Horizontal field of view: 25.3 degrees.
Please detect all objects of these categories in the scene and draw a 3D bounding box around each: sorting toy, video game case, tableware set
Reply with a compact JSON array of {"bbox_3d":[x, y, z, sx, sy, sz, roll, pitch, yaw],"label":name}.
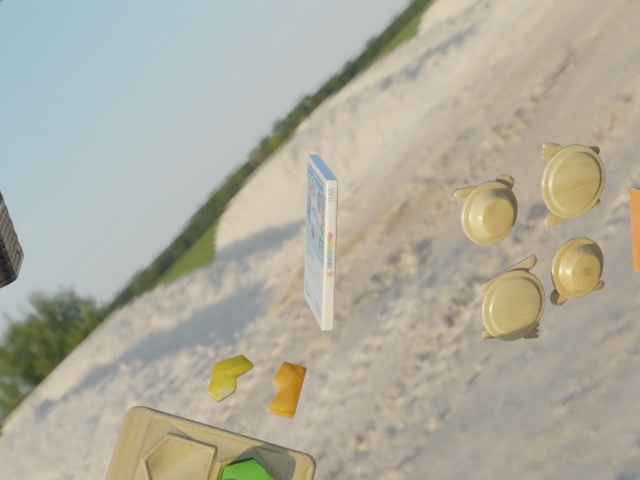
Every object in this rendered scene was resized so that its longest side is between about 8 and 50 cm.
[{"bbox_3d":[-0.125,0.267,1.614,0.041,0.229,0.307,111,174,-70],"label":"sorting toy"},{"bbox_3d":[0.000,0.000,1.135,0.087,0.011,0.122,-120,30,-70],"label":"video game case"},{"bbox_3d":[0.187,0.001,1.216,0.141,0.168,0.020,-18,21,-22],"label":"tableware set"}]

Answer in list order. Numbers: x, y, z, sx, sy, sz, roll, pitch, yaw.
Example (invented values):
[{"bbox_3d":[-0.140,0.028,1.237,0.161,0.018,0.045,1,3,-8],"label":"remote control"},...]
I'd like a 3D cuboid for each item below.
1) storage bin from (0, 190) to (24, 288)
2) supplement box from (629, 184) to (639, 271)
[{"bbox_3d":[-0.364,0.014,1.263,0.180,0.084,0.122,-17,15,-3],"label":"storage bin"},{"bbox_3d":[0.373,-0.025,1.193,0.233,0.078,0.080,-11,13,-24],"label":"supplement box"}]
